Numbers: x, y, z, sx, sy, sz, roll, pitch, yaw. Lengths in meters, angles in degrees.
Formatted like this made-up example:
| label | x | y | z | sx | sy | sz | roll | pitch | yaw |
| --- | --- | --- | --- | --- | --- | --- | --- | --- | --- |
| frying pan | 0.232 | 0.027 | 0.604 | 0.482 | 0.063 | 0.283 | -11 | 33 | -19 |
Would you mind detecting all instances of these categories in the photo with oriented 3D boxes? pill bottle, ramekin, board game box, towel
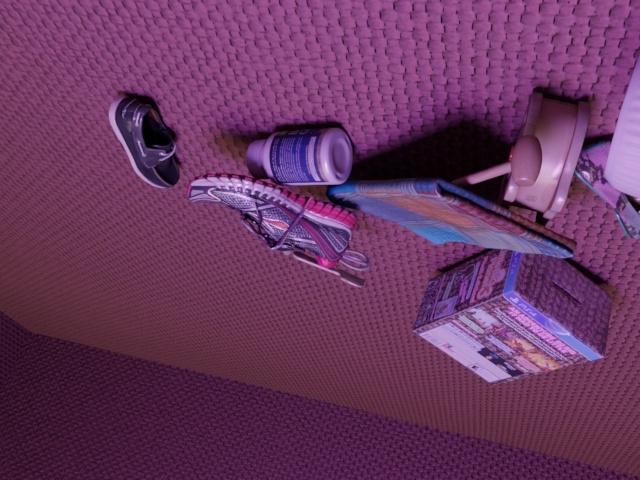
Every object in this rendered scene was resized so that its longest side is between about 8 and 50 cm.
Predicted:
| label | x | y | z | sx | sy | sz | roll | pitch | yaw |
| --- | --- | --- | --- | --- | --- | --- | --- | --- | --- |
| pill bottle | -0.039 | -0.141 | 1.171 | 0.169 | 0.094 | 0.094 | 1 | 149 | 30 |
| ramekin | 0.403 | -0.138 | 0.785 | 0.109 | 0.207 | 0.207 | 17 | 155 | 22 |
| board game box | 0.372 | 0.146 | 1.357 | 0.232 | 0.141 | 0.291 | 35 | 145 | -16 |
| towel | 0.188 | -0.038 | 1.112 | 0.271 | 0.040 | 0.370 | 21 | 176 | -22 |

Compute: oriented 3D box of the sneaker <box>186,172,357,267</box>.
| label | x | y | z | sx | sy | sz | roll | pitch | yaw |
| --- | --- | --- | --- | --- | --- | --- | --- | --- | --- |
| sneaker | -0.087 | -0.041 | 1.189 | 0.299 | 0.112 | 0.121 | 18 | 180 | -8 |

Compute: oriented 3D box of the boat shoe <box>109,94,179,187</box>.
| label | x | y | z | sx | sy | sz | roll | pitch | yaw |
| --- | --- | --- | --- | --- | --- | --- | --- | --- | --- |
| boat shoe | -0.313 | -0.173 | 1.295 | 0.079 | 0.084 | 0.233 | 9 | 150 | 18 |

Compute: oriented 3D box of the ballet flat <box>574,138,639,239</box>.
| label | x | y | z | sx | sy | sz | roll | pitch | yaw |
| --- | --- | --- | --- | --- | --- | --- | --- | --- | --- |
| ballet flat | 0.455 | -0.075 | 1.025 | 0.079 | 0.077 | 0.221 | -29 | 130 | 31 |

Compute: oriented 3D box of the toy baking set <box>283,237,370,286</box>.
| label | x | y | z | sx | sy | sz | roll | pitch | yaw |
| --- | --- | --- | --- | --- | --- | --- | --- | --- | --- |
| toy baking set | -0.007 | -0.002 | 1.326 | 0.196 | 0.256 | 0.030 | 11 | 117 | -22 |

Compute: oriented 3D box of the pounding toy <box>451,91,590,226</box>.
| label | x | y | z | sx | sy | sz | roll | pitch | yaw |
| --- | --- | --- | --- | --- | --- | --- | --- | --- | --- |
| pounding toy | 0.277 | -0.124 | 0.968 | 0.154 | 0.154 | 0.269 | 15 | 173 | 10 |
